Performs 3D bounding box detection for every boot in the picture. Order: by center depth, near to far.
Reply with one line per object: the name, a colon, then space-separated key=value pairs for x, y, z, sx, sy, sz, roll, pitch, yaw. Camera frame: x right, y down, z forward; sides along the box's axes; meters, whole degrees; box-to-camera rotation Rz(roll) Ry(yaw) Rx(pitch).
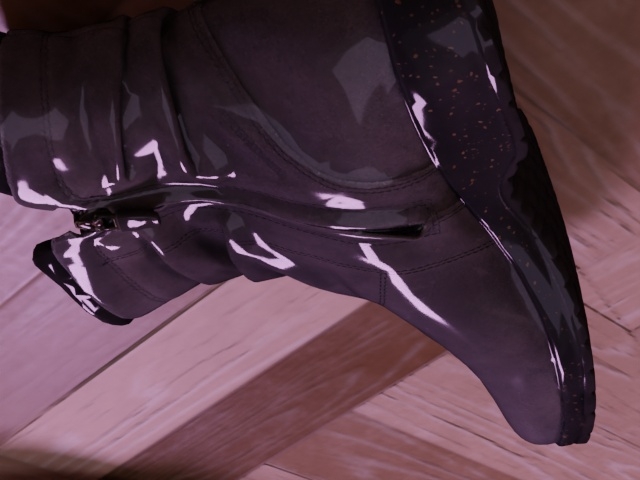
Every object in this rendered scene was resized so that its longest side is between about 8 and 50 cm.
boot: x=0.000 y=0.000 z=0.593 sx=0.223 sy=0.118 sz=0.338 roll=-16 pitch=131 yaw=13
